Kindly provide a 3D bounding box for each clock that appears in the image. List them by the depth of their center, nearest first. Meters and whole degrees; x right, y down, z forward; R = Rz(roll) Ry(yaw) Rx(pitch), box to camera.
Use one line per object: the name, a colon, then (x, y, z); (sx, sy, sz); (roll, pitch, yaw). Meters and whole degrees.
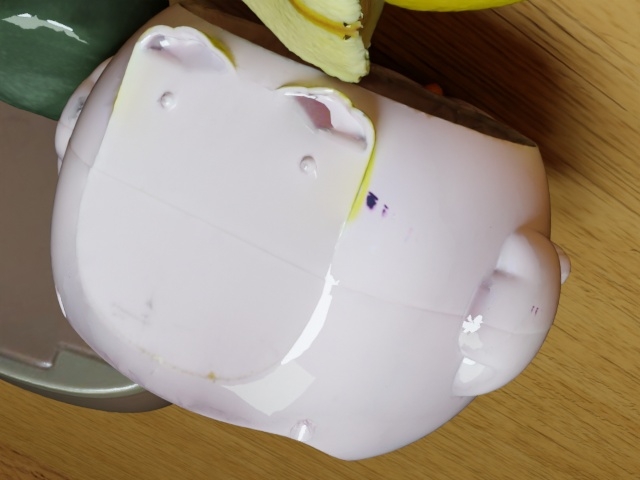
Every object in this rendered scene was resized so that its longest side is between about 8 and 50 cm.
clock: (0.000, 0.000, 1.266); (0.368, 0.250, 0.376); (25, -170, 22)

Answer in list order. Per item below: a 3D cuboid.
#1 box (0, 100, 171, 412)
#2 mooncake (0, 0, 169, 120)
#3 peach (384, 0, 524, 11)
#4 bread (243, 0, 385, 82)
box: (-0.187, 0.011, 1.540); (0.301, 0.301, 0.216); (15, 165, 10)
mooncake: (-0.191, -0.158, 1.355); (0.175, 0.104, 0.168); (3, 150, 30)
peach: (0.069, -0.224, 0.843); (0.251, 0.153, 0.251); (0, 117, -1)
bread: (-0.072, -0.214, 1.042); (0.264, 0.163, 0.168); (15, 161, 10)
